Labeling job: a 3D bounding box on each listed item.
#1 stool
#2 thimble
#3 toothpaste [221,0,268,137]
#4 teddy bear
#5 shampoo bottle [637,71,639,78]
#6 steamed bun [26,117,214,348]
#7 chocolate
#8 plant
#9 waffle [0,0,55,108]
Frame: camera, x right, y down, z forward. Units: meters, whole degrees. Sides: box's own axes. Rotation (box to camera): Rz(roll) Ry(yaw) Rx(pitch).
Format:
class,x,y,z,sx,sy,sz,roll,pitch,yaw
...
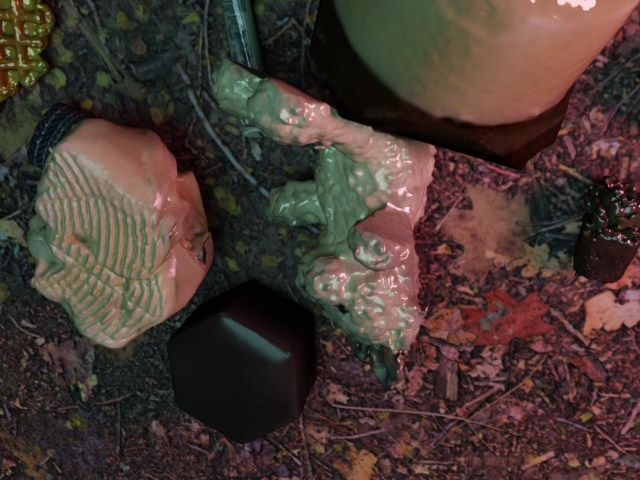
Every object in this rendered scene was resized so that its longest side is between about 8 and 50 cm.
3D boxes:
class,x,y,z,sx,sy,sz,roll,pitch,yaw
stool,-0.117,0.187,1.308,0.232,0.141,0.232,6,115,14
thimble,-0.391,-0.149,1.262,0.066,0.095,0.104,28,132,5
toothpaste,-0.102,-0.257,1.167,0.062,0.039,0.239,-1,115,21
teddy bear,0.000,0.000,1.109,0.375,0.327,0.362,14,103,-34
shampoo bottle,0.516,-0.238,0.987,0.260,0.064,0.102,-38,98,26
steamed bun,-0.282,-0.023,1.225,0.275,0.206,0.320,24,121,6
chocolate,0.178,-0.282,0.865,0.314,0.297,0.326,16,77,-9
plant,0.384,-0.014,1.110,0.092,0.094,0.143,19,122,19
waffle,-0.511,-0.320,1.249,0.243,0.059,0.238,44,114,-9
